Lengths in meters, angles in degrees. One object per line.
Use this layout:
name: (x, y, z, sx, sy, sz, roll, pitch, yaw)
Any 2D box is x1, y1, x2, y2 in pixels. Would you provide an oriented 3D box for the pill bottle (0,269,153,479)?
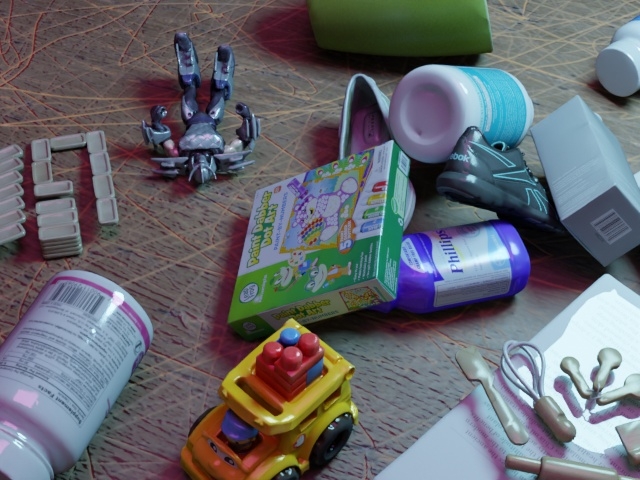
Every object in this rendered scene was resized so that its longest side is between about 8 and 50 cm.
pill bottle: (-0.341, 0.188, 1.363, 0.160, 0.160, 0.283, 19, 51, 12)

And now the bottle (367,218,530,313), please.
bottle: (0.151, 0.044, 1.562, 0.283, 0.092, 0.118, -10, 47, -12)

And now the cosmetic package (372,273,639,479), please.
cosmetic package: (0.290, 0.267, 1.334, 0.453, 0.161, 0.230, -35, 59, -29)

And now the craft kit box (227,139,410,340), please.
craft kit box: (0.000, 0.000, 1.526, 0.246, 0.061, 0.250, -21, 43, 32)

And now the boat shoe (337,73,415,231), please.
boat shoe: (0.075, -0.123, 1.672, 0.118, 0.103, 0.320, -15, 44, 19)

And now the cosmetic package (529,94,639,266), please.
cosmetic package: (0.404, -0.094, 1.635, 0.107, 0.127, 0.238, -37, 31, 22)

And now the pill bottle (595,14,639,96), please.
pill bottle: (0.582, -0.338, 1.899, 0.221, 0.124, 0.124, -32, 58, -29)

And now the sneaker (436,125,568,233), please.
sneaker: (0.284, -0.081, 1.595, 0.101, 0.267, 0.106, 7, 79, 49)

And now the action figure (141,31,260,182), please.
action figure: (-0.192, -0.200, 1.751, 0.185, 0.099, 0.285, 2, 52, -8)

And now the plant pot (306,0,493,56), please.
plant pot: (0.127, -0.428, 1.886, 0.293, 0.275, 0.275, -11, 49, 9)

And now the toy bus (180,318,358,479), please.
toy bus: (-0.060, 0.202, 1.337, 0.149, 0.211, 0.220, 37, 58, 23)

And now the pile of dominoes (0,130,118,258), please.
pile of dominoes: (-0.416, -0.070, 1.677, 0.196, 0.040, 0.251, -9, 42, -10)

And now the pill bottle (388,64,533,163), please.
pill bottle: (0.232, -0.196, 1.697, 0.146, 0.146, 0.264, 40, 28, 27)

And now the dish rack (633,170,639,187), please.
dish rack: (0.625, 0.025, 1.624, 0.285, 0.072, 0.333, -6, 50, -10)

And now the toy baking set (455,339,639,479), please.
toy baking set: (0.281, 0.201, 1.269, 0.256, 0.030, 0.197, 7, 47, 2)
